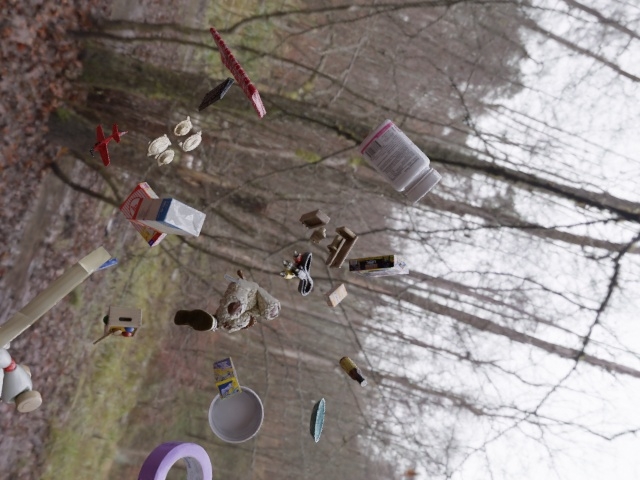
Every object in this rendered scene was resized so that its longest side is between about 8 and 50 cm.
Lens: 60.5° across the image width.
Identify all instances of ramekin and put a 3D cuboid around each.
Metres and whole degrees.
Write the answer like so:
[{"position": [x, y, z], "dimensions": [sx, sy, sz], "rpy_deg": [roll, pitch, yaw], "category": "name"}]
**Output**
[{"position": [-0.323, 0.658, 2.098], "dimensions": [0.109, 0.207, 0.207], "rpy_deg": [128, -20, -77], "category": "ramekin"}]

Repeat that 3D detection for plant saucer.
[{"position": [-0.011, 0.511, 1.568], "dimensions": [0.119, 0.021, 0.119], "rpy_deg": [6, 90, -78], "category": "plant saucer"}]

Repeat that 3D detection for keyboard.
[{"position": [-0.323, -0.464, 1.712], "dimensions": [0.180, 0.023, 0.108], "rpy_deg": [-3, -130, 56], "category": "keyboard"}]

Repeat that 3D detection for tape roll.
[{"position": [-0.520, 0.868, 1.974], "dimensions": [0.090, 0.275, 0.274], "rpy_deg": [-8, -125, 33], "category": "tape roll"}]

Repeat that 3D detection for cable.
[{"position": [-0.077, 0.118, 2.116], "dimensions": [0.139, 0.072, 0.287], "rpy_deg": [-54, 160, -10], "category": "cable"}]

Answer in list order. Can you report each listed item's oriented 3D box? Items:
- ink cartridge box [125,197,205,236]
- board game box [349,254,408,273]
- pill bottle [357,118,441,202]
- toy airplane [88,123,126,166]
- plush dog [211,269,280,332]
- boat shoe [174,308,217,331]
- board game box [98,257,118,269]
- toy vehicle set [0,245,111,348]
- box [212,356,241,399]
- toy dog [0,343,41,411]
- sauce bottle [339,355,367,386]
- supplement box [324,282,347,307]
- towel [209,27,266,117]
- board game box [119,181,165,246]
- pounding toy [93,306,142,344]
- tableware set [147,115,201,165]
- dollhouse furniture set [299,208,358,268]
[{"position": [-0.487, -0.074, 1.717], "dimensions": [0.231, 0.134, 0.077], "rpy_deg": [5, -107, 42], "category": "ink cartridge box"}, {"position": [0.207, 0.093, 1.940], "dimensions": [0.171, 0.141, 0.048], "rpy_deg": [-8, -107, 29], "category": "board game box"}, {"position": [0.283, -0.278, 1.953], "dimensions": [0.160, 0.283, 0.160], "rpy_deg": [-44, 179, -1], "category": "pill bottle"}, {"position": [-0.678, -0.313, 1.742], "dimensions": [0.028, 0.151, 0.151], "rpy_deg": [20, 89, -65], "category": "toy airplane"}, {"position": [-0.322, 0.258, 2.100], "dimensions": [0.225, 0.263, 0.210], "rpy_deg": [-56, -130, 23], "category": "plush dog"}, {"position": [-0.315, 0.205, 1.418], "dimensions": [0.152, 0.049, 0.056], "rpy_deg": [5, -101, 40], "category": "boat shoe"}, {"position": [-0.735, 0.088, 1.823], "dimensions": [0.090, 0.020, 0.090], "rpy_deg": [-18, -177, 41], "category": "board game box"}, {"position": [-0.603, 0.125, 1.234], "dimensions": [0.267, 0.035, 0.166], "rpy_deg": [-40, -168, 2], "category": "toy vehicle set"}, {"position": [-0.269, 0.389, 1.564], "dimensions": [0.169, 0.059, 0.054], "rpy_deg": [-157, -131, -75], "category": "box"}, {"position": [-1.094, 0.473, 1.865], "dimensions": [0.220, 0.161, 0.333], "rpy_deg": [35, -34, 49], "category": "toy dog"}, {"position": [0.110, 0.436, 1.824], "dimensions": [0.128, 0.042, 0.042], "rpy_deg": [42, -64, 48], "category": "sauce bottle"}, {"position": [0.067, 0.235, 2.378], "dimensions": [0.036, 0.062, 0.098], "rpy_deg": [6, -143, 46], "category": "supplement box"}, {"position": [-0.273, -0.551, 1.825], "dimensions": [0.031, 0.274, 0.199], "rpy_deg": [-33, 170, -3], "category": "towel"}, {"position": [-0.639, -0.096, 2.040], "dimensions": [0.147, 0.193, 0.045], "rpy_deg": [-43, 176, 28], "category": "board game box"}, {"position": [-0.727, 0.309, 1.966], "dimensions": [0.130, 0.141, 0.100], "rpy_deg": [-47, -137, 49], "category": "pounding toy"}, {"position": [-0.406, -0.271, 1.527], "dimensions": [0.169, 0.020, 0.141], "rpy_deg": [-37, 164, -15], "category": "tableware set"}, {"position": [0.000, 0.000, 1.745], "dimensions": [0.123, 0.151, 0.144], "rpy_deg": [-59, -160, -22], "category": "dollhouse furniture set"}]
